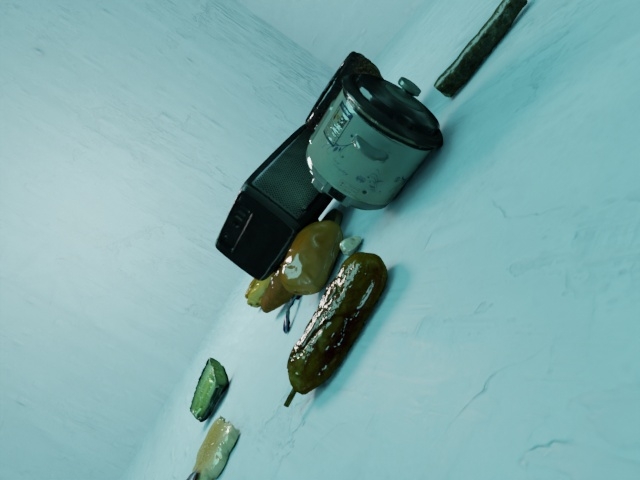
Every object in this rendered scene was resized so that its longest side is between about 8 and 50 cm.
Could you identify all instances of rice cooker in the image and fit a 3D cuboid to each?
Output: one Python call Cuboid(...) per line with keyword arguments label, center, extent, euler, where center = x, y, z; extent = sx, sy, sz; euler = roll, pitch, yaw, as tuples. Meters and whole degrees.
Cuboid(label="rice cooker", center=(0.123, -0.233, 1.147), extent=(0.316, 0.264, 0.316), euler=(-54, -1, -1))

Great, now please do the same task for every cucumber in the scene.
Cuboid(label="cucumber", center=(-0.369, 0.512, 1.703), extent=(0.115, 0.086, 0.192), euler=(19, 78, 45))

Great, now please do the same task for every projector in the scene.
Cuboid(label="projector", center=(-0.112, -0.116, 1.640), extent=(0.405, 0.242, 0.395), euler=(-53, 2, -38))

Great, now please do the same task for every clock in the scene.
Cuboid(label="clock", center=(0.000, 0.000, 1.645), extent=(0.235, 0.029, 0.235), euler=(-55, 13, 19))

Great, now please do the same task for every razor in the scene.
Cuboid(label="razor", center=(-0.086, 0.205, 1.450), extent=(0.044, 0.028, 0.154), euler=(-48, 15, 41))

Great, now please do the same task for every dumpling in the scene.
Cuboid(label="dumpling", center=(0.077, 0.009, 1.256), extent=(0.059, 0.043, 0.077), euler=(-42, -5, -3))

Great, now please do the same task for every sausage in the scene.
Cuboid(label="sausage", center=(-0.018, 0.042, 1.363), extent=(0.136, 0.120, 0.241), euler=(-1, 50, 30))

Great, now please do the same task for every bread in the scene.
Cuboid(label="bread", center=(0.016, 0.171, 0.965), extent=(0.343, 0.084, 0.124), euler=(-58, 11, 0))
Cuboid(label="bread", center=(-0.210, 0.135, 1.981), extent=(0.235, 0.099, 0.210), euler=(-47, 15, 43))
Cuboid(label="bread", center=(-0.286, 0.559, 1.322), extent=(0.181, 0.039, 0.251), euler=(-62, 12, -21))

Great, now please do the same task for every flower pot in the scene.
Cuboid(label="flower pot", center=(0.128, -0.378, 1.497), extent=(0.266, 0.267, 0.266), euler=(-53, 12, 16))

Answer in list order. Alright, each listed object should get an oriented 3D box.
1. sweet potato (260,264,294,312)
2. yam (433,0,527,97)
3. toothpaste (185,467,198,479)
Cuboid(label="sweet potato", center=(-0.124, 0.150, 1.586), extent=(0.251, 0.097, 0.097), euler=(-49, 14, 33))
Cuboid(label="yam", center=(0.376, -0.459, 1.190), extent=(0.274, 0.061, 0.061), euler=(-51, 13, 29))
Cuboid(label="toothpaste", center=(-0.352, 0.673, 1.209), extent=(0.089, 0.057, 0.234), euler=(-50, 19, 48))
